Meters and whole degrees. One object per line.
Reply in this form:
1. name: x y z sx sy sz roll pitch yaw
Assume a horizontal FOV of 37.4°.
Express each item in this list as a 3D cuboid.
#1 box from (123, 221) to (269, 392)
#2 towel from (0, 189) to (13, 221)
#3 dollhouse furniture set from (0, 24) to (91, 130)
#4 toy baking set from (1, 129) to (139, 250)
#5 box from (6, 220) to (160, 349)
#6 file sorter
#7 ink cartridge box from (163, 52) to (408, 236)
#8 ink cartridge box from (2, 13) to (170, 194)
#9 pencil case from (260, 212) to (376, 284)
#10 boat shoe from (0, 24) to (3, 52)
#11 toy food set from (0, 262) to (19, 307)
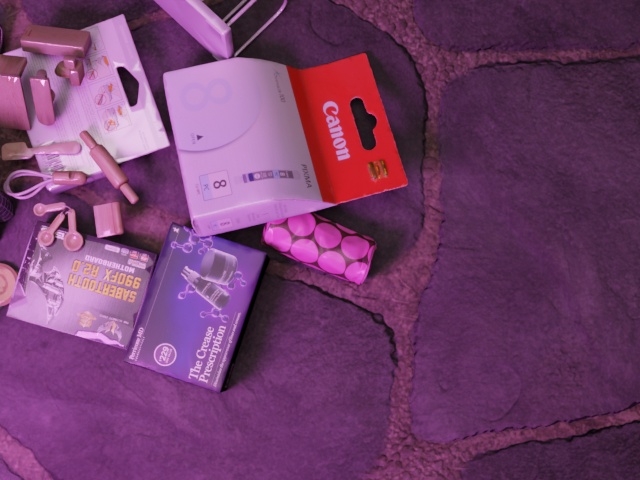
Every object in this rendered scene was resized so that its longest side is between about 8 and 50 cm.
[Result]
1. box: -0.219 0.121 1.696 0.184 0.103 0.261 17 83 3
2. towel: -0.696 -0.109 1.644 0.284 0.235 0.121 25 80 1
3. dollhouse furniture set: -0.500 -0.293 1.714 0.144 0.123 0.151 7 49 0
4. toy baking set: -0.454 -0.099 1.691 0.197 0.030 0.256 -34 85 -4
5. box: -0.428 0.082 1.715 0.231 0.056 0.183 16 83 1
6. file sorter: -0.213 -0.489 1.721 0.278 0.193 0.173 43 82 3
7. ink cartridge box: -0.067 -0.197 1.693 0.385 0.091 0.308 -14 65 -2
8. ink cartridge box: -0.431 -0.253 1.753 0.239 0.060 0.275 -20 84 -4
9. pencil case: 0.000 0.000 1.722 0.209 0.095 0.098 25 63 -1
10. boat shoe: -0.612 -0.305 1.741 0.065 0.075 0.206 15 91 22
11. toy food set: -0.590 0.083 1.729 0.083 0.020 0.083 17 83 0
